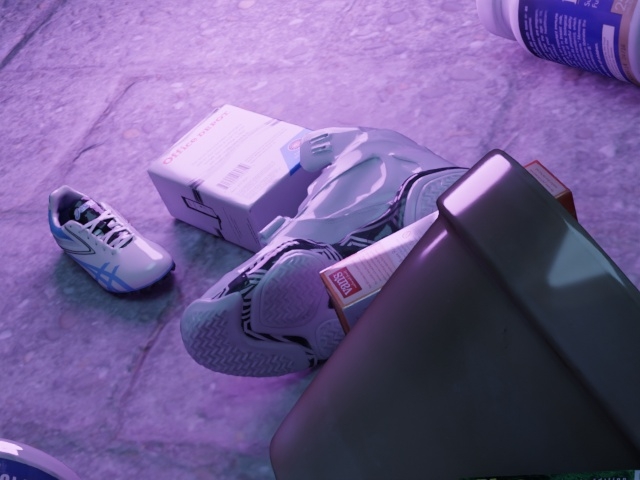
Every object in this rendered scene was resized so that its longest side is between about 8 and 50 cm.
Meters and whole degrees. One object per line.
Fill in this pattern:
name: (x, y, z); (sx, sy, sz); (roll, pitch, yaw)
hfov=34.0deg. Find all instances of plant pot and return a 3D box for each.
plant pot: (0.127, 0.141, 0.790); (0.280, 0.323, 0.323); (-40, 39, 5)

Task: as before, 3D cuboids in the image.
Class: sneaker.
sneaker: (0.000, 0.000, 1.122); (0.366, 0.137, 0.210); (-27, 38, -12)
sneaker: (-0.268, -0.002, 1.292); (0.085, 0.086, 0.237); (-41, 43, -24)

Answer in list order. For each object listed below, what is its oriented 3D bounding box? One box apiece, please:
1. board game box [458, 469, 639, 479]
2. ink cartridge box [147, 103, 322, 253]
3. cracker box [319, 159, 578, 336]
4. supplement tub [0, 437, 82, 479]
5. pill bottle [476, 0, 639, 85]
board game box: (0.168, 0.271, 0.645); (0.136, 0.260, 0.030); (-6, 7, 21)
ink cartridge box: (-0.090, -0.078, 1.290); (0.203, 0.086, 0.148); (22, 56, 43)
cracker box: (0.132, 0.047, 0.977); (0.232, 0.156, 0.067); (-27, 38, -6)
supplement tub: (-0.292, 0.333, 0.801); (0.228, 0.228, 0.316); (-18, 39, 7)
pill bottle: (0.327, -0.284, 1.269); (0.153, 0.153, 0.264); (-41, 41, -21)
